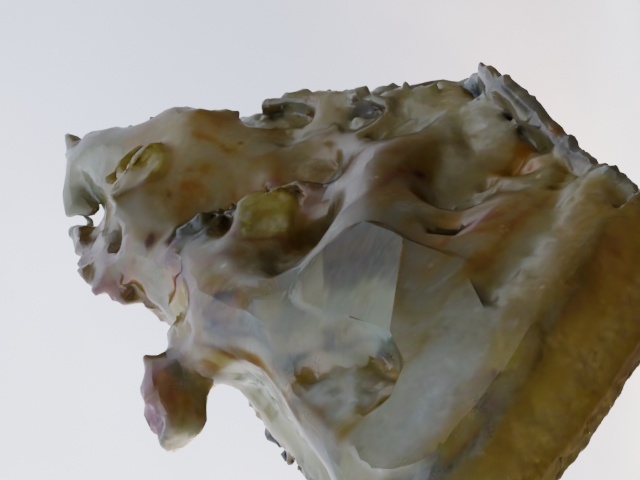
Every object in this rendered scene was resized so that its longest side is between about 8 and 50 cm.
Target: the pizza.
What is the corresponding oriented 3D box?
[{"bbox_3d":[0.000,0.000,0.733,0.297,0.189,0.071,38,171,50],"label":"pizza"}]
